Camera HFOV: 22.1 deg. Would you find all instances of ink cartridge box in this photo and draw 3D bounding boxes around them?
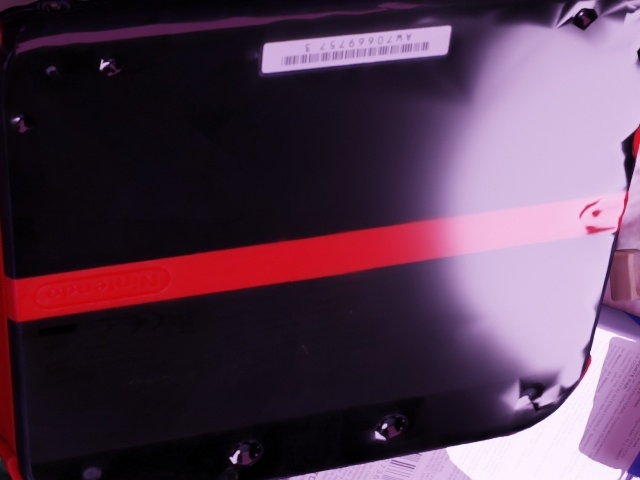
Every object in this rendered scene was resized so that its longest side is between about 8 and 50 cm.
[{"bbox_3d":[0.129,0.120,1.151,0.311,0.065,0.186,19,108,-27],"label":"ink cartridge box"}]

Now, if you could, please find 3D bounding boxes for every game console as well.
[{"bbox_3d":[0.000,0.000,0.939,0.386,0.060,0.342,-9,127,-18],"label":"game console"}]

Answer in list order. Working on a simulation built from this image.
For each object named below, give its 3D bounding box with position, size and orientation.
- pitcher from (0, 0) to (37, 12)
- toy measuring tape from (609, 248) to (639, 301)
[{"bbox_3d":[-0.134,-0.135,0.868,0.207,0.125,0.178,-5,114,-12],"label":"pitcher"},{"bbox_3d":[0.369,0.009,1.191,0.330,0.121,0.121,-5,119,2],"label":"toy measuring tape"}]
